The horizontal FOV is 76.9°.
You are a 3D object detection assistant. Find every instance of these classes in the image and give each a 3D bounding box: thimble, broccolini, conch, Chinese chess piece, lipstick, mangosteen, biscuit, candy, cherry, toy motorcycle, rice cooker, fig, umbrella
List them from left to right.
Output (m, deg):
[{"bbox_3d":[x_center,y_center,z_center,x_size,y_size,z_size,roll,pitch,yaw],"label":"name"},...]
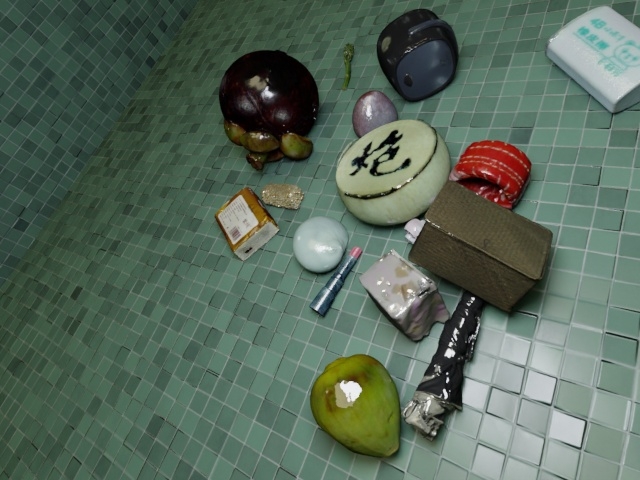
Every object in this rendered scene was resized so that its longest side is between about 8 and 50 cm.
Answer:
[{"bbox_3d":[-0.186,-0.500,1.514,0.380,0.381,0.422,-15,69,21],"label":"mangosteen"},{"bbox_3d":[-0.143,-0.165,1.475,0.168,0.070,0.082,14,61,36],"label":"biscuit"},{"bbox_3d":[0.001,-0.002,1.281,0.184,0.121,0.221,-9,48,-11],"label":"conch"},{"bbox_3d":[0.052,0.115,1.209,0.053,0.053,0.234,25,75,37],"label":"lipstick"},{"bbox_3d":[0.111,-0.725,1.688,0.054,0.051,0.239,-2,68,21],"label":"broccolini"},{"bbox_3d":[0.084,0.384,0.936,0.207,0.207,0.230,-30,51,11],"label":"fig"},{"bbox_3d":[0.180,-0.422,1.384,0.176,0.176,0.140,-55,34,-9],"label":"cherry"},{"bbox_3d":[0.213,-0.212,1.220,0.349,0.146,0.350,-20,44,21],"label":"Chinese chess piece"},{"bbox_3d":[0.212,0.142,1.017,0.137,0.195,0.185,-43,47,-3],"label":"candy"},{"bbox_3d":[0.330,-0.639,1.383,0.267,0.267,0.225,-24,51,15],"label":"rice cooker"},{"bbox_3d":[0.318,0.019,1.082,0.112,0.112,0.254,-43,50,0],"label":"toy motorcycle"},{"bbox_3d":[0.304,0.280,0.934,0.106,0.113,0.358,19,71,34],"label":"umbrella"},{"bbox_3d":[0.454,-0.179,1.090,0.189,0.163,0.125,22,73,36],"label":"thimble"}]

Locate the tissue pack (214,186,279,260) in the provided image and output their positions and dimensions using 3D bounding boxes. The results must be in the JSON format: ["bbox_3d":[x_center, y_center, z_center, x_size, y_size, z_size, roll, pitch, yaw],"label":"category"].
[{"bbox_3d":[-0.275,-0.068,1.474,0.183,0.092,0.226,-39,50,3],"label":"tissue pack"}]

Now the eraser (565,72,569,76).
[{"bbox_3d":[0.779,-0.525,1.207,0.083,0.019,0.038,-25,54,14],"label":"eraser"}]

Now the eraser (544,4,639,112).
[{"bbox_3d":[0.798,-0.506,1.116,0.189,0.104,0.290,-29,59,8],"label":"eraser"}]

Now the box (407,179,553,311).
[{"bbox_3d":[0.367,0.010,0.946,0.273,0.143,0.184,29,50,13],"label":"box"}]
